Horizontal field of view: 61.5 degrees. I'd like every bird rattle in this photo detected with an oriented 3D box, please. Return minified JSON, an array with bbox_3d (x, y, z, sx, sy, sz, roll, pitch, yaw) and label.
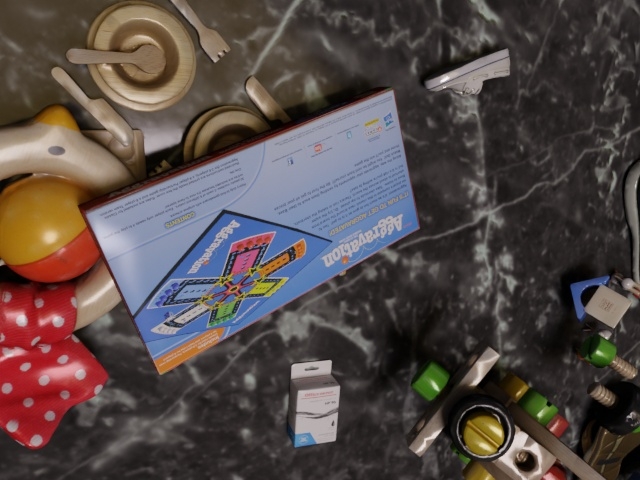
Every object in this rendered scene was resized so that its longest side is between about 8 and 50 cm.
[{"bbox_3d":[-0.220,0.017,0.395,0.207,0.143,0.253,-37,116,-14],"label":"bird rattle"}]

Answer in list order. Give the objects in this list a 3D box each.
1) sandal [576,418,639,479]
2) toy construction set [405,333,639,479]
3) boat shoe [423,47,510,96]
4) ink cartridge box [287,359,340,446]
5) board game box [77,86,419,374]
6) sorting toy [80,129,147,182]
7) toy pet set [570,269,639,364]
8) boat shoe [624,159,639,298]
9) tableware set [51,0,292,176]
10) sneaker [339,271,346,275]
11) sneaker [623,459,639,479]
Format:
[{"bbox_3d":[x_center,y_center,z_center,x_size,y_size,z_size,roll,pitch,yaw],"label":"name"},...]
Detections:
[{"bbox_3d":[0.396,0.280,0.750,0.072,0.049,0.180,1,118,-15],"label":"sandal"},{"bbox_3d":[0.169,0.230,0.585,0.237,0.257,0.309,35,115,0],"label":"toy construction set"},{"bbox_3d":[0.150,-0.162,0.540,0.100,0.035,0.035,-25,109,-20],"label":"boat shoe"},{"bbox_3d":[-0.007,0.173,0.573,0.048,0.028,0.083,-2,105,-21],"label":"ink cartridge box"},{"bbox_3d":[-0.036,-0.018,0.458,0.281,0.027,0.145,-27,116,-25],"label":"board game box"},{"bbox_3d":[-0.179,-0.051,0.456,0.062,0.012,0.083,-6,103,-24],"label":"sorting toy"},{"bbox_3d":[0.345,0.088,0.680,0.122,0.065,0.114,-58,150,5],"label":"toy pet set"},{"bbox_3d":[0.457,0.013,0.678,0.095,0.079,0.254,-26,112,-12],"label":"boat shoe"},{"bbox_3d":[-0.106,-0.109,0.447,0.128,0.039,0.194,-47,115,-9],"label":"tableware set"},{"bbox_3d":[0.000,0.000,0.533,0.037,0.032,0.083,-20,109,3],"label":"sneaker"},{"bbox_3d":[0.560,0.309,0.806,0.267,0.101,0.106,-6,84,-18],"label":"sneaker"}]
